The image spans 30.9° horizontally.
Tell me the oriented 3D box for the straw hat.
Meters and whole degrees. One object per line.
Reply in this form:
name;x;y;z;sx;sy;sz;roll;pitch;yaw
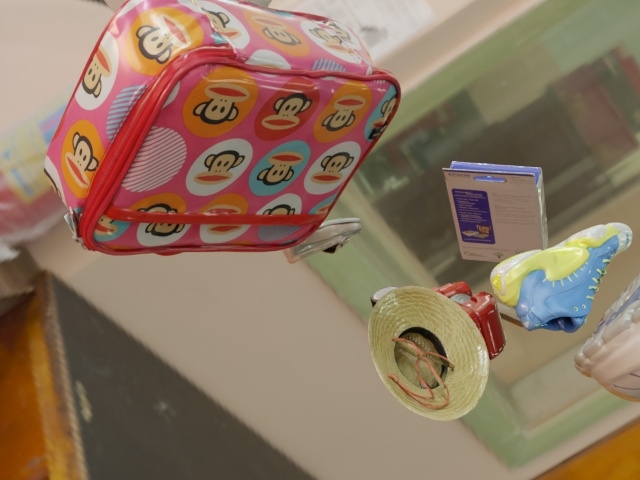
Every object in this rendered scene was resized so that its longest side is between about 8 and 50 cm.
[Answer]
straw hat;0.092;0.121;1.138;0.144;0.061;0.144;15;52;-20

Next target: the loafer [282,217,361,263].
loafer;0.000;0.000;1.229;0.125;0.045;0.039;-8;86;-51

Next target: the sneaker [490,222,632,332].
sneaker;0.352;0.061;1.617;0.126;0.240;0.091;67;-23;12

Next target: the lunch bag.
lunch bag;-0.093;-0.083;1.031;0.293;0.258;0.120;-1;45;-47

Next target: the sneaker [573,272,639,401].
sneaker;0.220;0.047;0.565;0.129;0.111;0.297;43;-16;6

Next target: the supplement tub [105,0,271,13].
supplement tub;-0.118;-0.399;1.409;0.228;0.228;0.316;52;50;-24

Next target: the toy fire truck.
toy fire truck;0.237;0.129;1.832;0.217;0.246;0.159;25;-44;64

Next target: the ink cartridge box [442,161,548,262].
ink cartridge box;0.324;-0.061;2.107;0.333;0.165;0.065;67;32;-59
